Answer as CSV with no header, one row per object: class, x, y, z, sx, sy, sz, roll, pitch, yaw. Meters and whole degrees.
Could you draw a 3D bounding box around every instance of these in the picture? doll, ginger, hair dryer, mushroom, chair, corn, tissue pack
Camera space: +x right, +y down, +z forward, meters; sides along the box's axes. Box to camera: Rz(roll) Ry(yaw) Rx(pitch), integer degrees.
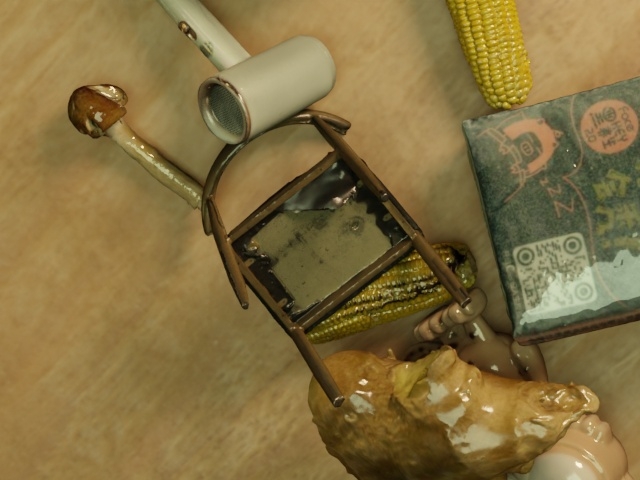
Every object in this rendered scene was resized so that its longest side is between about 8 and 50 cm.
doll,0.200,0.182,1.470,0.278,0.119,0.154,49,131,6
ginger,0.132,0.187,1.382,0.270,0.123,0.219,1,129,34
hair dryer,-0.105,-0.208,1.436,0.236,0.131,0.073,46,144,16
mushroom,-0.179,-0.096,1.486,0.187,0.060,0.061,39,89,-11
chair,0.000,0.000,1.391,0.188,0.272,0.166,-38,122,3
corn,0.159,-0.229,1.405,0.067,0.067,0.206,-17,101,10
tissue pack,0.313,-0.041,1.379,0.316,0.103,0.228,-14,80,10
corn,0.062,0.052,1.478,0.203,0.072,0.072,-19,100,10
